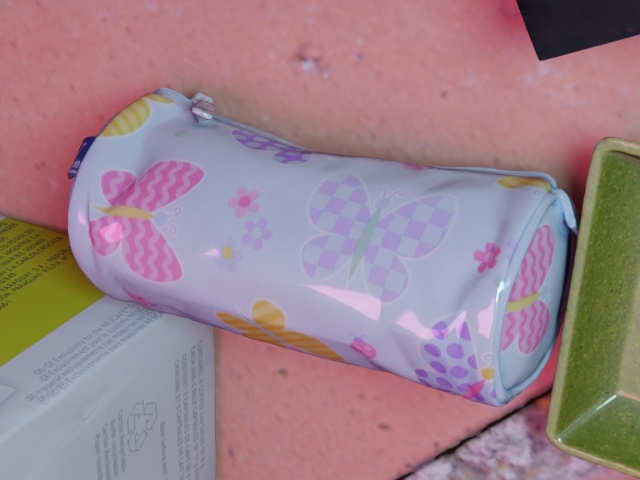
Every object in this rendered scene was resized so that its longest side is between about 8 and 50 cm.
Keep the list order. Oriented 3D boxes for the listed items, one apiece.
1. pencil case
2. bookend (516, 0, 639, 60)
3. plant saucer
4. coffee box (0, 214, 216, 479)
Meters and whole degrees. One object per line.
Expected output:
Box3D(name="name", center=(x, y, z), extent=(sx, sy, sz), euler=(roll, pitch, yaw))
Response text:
Box3D(name="pencil case", center=(0.000, 0.000, 0.858), extent=(0.273, 0.124, 0.113), euler=(15, 158, 25))
Box3D(name="bookend", center=(0.094, -0.154, 0.747), extent=(0.156, 0.072, 0.157), euler=(-13, 108, 36))
Box3D(name="plant saucer", center=(0.218, 0.047, 0.795), extent=(0.188, 0.045, 0.188), euler=(18, 122, 22))
Box3D(name="coffee box", center=(-0.291, 0.191, 0.986), extent=(0.334, 0.338, 0.337), euler=(15, 121, 24))
